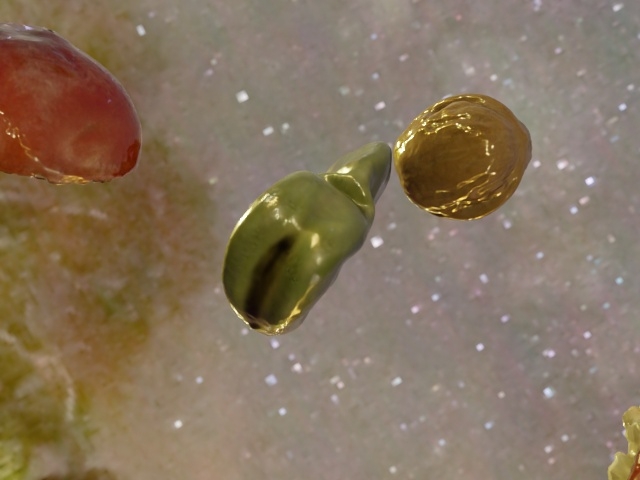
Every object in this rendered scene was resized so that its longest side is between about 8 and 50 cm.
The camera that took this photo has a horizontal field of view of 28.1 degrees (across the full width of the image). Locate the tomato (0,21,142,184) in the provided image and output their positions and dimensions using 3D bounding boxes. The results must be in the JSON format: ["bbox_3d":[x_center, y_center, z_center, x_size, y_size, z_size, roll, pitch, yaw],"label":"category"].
[{"bbox_3d":[-0.174,-0.090,0.750,0.155,0.155,0.069,37,-63,47],"label":"tomato"}]

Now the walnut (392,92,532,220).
[{"bbox_3d":[0.168,-0.098,1.509,0.166,0.166,0.149,158,-79,-70],"label":"walnut"}]

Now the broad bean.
[{"bbox_3d":[-0.002,-0.002,0.919,0.072,0.153,0.206,39,19,8],"label":"broad bean"}]

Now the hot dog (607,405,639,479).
[{"bbox_3d":[0.342,0.198,0.701,0.367,0.365,0.196,-46,147,-73],"label":"hot dog"}]
